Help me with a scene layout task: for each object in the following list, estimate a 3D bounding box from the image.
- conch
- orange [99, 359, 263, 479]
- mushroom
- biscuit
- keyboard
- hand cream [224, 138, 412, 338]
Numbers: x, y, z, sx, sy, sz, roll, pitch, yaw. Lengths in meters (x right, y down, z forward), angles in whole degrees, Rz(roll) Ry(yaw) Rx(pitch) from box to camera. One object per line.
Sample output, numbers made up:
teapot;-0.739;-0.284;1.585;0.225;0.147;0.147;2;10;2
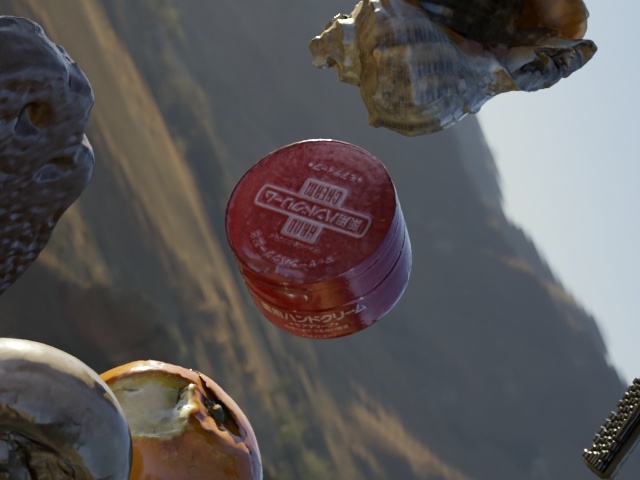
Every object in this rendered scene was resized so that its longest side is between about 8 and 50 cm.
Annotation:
conch;0.124;-0.212;1.777;0.159;0.291;0.210;170;-83;-65
orange;-0.178;0.248;1.867;0.240;0.240;0.240;-22;90;-88
mushroom;-0.286;0.196;1.601;0.226;0.226;0.178;66;17;-45
biscuit;-0.304;-0.009;1.151;0.074;0.359;0.381;47;-9;20
keyboard;0.347;0.145;1.794;0.025;0.230;0.093;34;2;-7
hand cream;0.000;0.000;1.865;0.125;0.193;0.193;67;2;-54
